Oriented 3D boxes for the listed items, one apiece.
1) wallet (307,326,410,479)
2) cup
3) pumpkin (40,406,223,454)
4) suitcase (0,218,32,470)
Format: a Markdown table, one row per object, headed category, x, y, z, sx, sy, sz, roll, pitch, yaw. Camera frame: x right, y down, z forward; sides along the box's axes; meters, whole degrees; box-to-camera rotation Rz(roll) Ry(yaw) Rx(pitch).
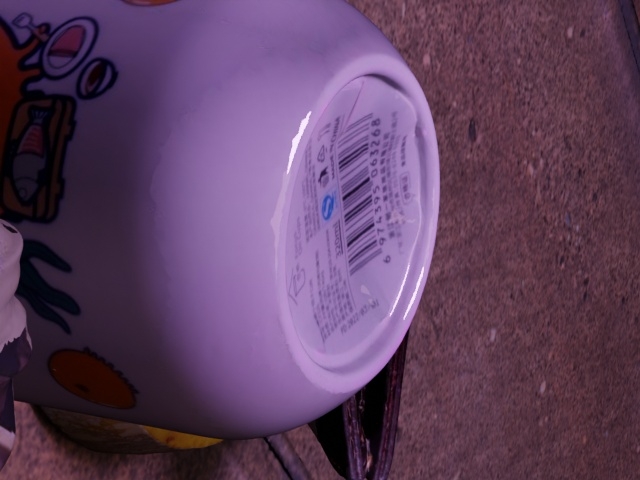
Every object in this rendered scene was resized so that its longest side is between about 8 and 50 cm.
| category | x | y | z | sx | sy | sz | roll | pitch | yaw |
| --- | --- | --- | --- | --- | --- | --- | --- | --- | --- |
| wallet | 0.000 | 0.000 | 1.272 | 0.071 | 0.221 | 0.262 | -5 | 108 | -17 |
| cup | -0.117 | -0.028 | 0.906 | 0.212 | 0.317 | 0.212 | -25 | 119 | -57 |
| pumpkin | -0.084 | 0.037 | 1.213 | 0.217 | 0.110 | 0.217 | -36 | 134 | -49 |
| suitcase | -0.259 | 0.043 | 0.644 | 0.351 | 0.339 | 0.194 | -31 | 125 | -54 |
